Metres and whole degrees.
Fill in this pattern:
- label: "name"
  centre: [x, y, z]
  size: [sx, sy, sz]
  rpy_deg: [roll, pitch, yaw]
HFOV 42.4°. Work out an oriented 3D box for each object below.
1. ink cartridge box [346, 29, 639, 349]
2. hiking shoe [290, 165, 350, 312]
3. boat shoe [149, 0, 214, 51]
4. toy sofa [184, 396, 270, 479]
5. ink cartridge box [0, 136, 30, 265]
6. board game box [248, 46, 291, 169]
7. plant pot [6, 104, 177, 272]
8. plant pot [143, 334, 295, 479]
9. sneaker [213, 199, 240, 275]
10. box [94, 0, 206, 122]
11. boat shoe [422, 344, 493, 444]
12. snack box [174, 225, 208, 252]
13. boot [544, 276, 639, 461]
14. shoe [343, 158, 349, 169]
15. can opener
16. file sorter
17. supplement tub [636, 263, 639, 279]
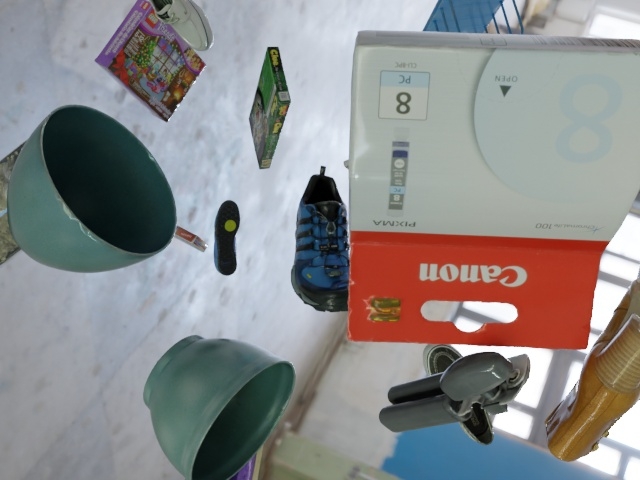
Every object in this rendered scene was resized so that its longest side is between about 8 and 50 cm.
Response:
- label: "ink cartridge box"
  centre: [0.183, -0.032, 0.921]
  size: [0.091, 0.308, 0.384]
  rpy_deg: [-83, 175, -68]
- label: "hiking shoe"
  centre: [0.000, 0.000, 1.425]
  size: [0.304, 0.113, 0.132]
  rpy_deg: [-105, -165, -54]
- label: "boat shoe"
  centre: [-0.304, -0.469, 1.661]
  size: [0.226, 0.083, 0.075]
  rpy_deg: [55, 44, -22]
- label: "toy sofa"
  centre: [-0.211, 0.481, 1.774]
  size: [0.177, 0.150, 0.362]
  rpy_deg: [161, -61, -83]
- label: "ink cartridge box"
  centre: [-0.588, -0.087, 1.641]
  size: [0.333, 0.165, 0.065]
  rpy_deg: [-37, -174, 5]
- label: "board game box"
  centre: [-0.109, -0.270, 1.724]
  size: [0.259, 0.030, 0.136]
  rpy_deg: [118, -35, -62]
- label: "plant pot"
  centre: [-0.420, -0.059, 1.420]
  size: [0.195, 0.290, 0.290]
  rpy_deg: [-31, -179, 25]
- label: "plant pot"
  centre: [-0.215, 0.305, 1.597]
  size: [0.293, 0.196, 0.293]
  rpy_deg: [-43, 152, -30]
- label: "sneaker"
  centre: [-0.261, -0.010, 2.239]
  size: [0.082, 0.069, 0.209]
  rpy_deg: [-145, -124, -66]
- label: "box"
  centre: [-0.437, -0.465, 2.162]
  size: [0.201, 0.057, 0.293]
  rpy_deg: [-58, 152, -7]
- label: "boat shoe"
  centre: [0.266, 0.284, 1.544]
  size: [0.078, 0.219, 0.070]
  rpy_deg: [-32, -167, 0]
- label: "snack box"
  centre: [-0.319, -0.028, 1.716]
  size: [0.022, 0.178, 0.064]
  rpy_deg: [-60, 158, -10]
- label: "boot"
  centre: [0.393, 0.168, 1.097]
  size: [0.295, 0.104, 0.211]
  rpy_deg: [-18, 142, -56]
- label: "shoe"
  centre: [0.118, -0.156, 2.005]
  size: [0.178, 0.064, 0.081]
  rpy_deg: [1, 76, -61]
- label: "can opener"
  centre: [0.164, 0.195, 1.112]
  size: [0.283, 0.095, 0.076]
  rpy_deg: [-29, -152, 52]
- label: "file sorter"
  centre: [0.250, -0.339, 1.385]
  size: [0.170, 0.118, 0.104]
  rpy_deg: [119, -40, -72]
- label: "supplement tub"
  centre: [0.547, 0.054, 1.327]
  size: [0.071, 0.071, 0.107]
  rpy_deg: [-63, 156, -23]
